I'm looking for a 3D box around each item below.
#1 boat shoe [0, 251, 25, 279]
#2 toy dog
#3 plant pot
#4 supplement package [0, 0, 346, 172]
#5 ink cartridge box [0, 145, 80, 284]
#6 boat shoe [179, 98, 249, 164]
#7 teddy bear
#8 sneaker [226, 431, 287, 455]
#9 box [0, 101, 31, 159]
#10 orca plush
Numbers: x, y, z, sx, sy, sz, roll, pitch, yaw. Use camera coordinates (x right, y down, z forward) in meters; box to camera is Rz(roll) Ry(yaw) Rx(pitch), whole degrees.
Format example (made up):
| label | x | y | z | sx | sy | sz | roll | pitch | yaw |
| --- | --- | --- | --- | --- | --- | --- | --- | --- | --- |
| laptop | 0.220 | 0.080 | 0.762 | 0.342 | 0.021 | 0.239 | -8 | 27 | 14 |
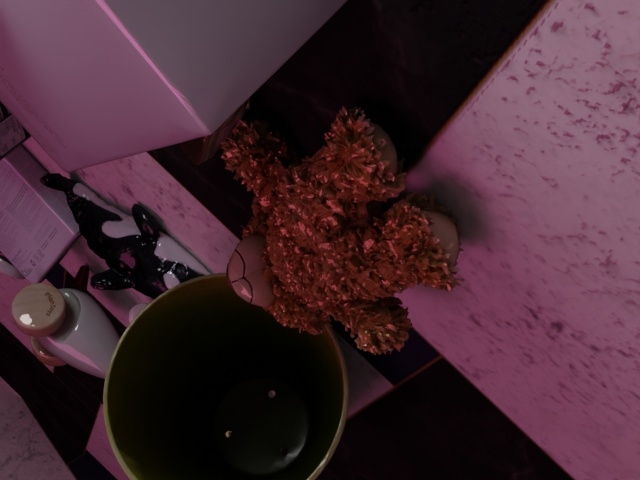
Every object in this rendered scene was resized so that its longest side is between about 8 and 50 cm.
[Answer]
| label | x | y | z | sx | sy | sz | roll | pitch | yaw |
| --- | --- | --- | --- | --- | --- | --- | --- | --- | --- |
| boat shoe | -0.584 | -0.057 | 1.755 | 0.302 | 0.091 | 0.114 | 38 | -176 | 10 |
| toy dog | -0.325 | 0.150 | 1.659 | 0.334 | 0.161 | 0.220 | 33 | 153 | -10 |
| plant pot | -0.092 | 0.213 | 1.269 | 0.275 | 0.275 | 0.293 | 37 | 168 | 15 |
| supplement package | -0.147 | -0.182 | 0.806 | 0.175 | 0.177 | 0.293 | 52 | 154 | -20 |
| ink cartridge box | -0.471 | -0.057 | 1.584 | 0.224 | 0.045 | 0.223 | 47 | 141 | -5 |
| boat shoe | -0.095 | -0.125 | 0.986 | 0.056 | 0.048 | 0.153 | 52 | 150 | 12 |
| teddy bear | 0.000 | 0.000 | 0.946 | 0.338 | 0.113 | 0.245 | 2 | 129 | 55 |
| sneaker | -0.113 | 0.313 | 1.613 | 0.121 | 0.111 | 0.300 | 37 | 150 | 38 |
| box | -0.506 | -0.269 | 1.329 | 0.242 | 0.076 | 0.307 | 36 | 153 | 18 |
| orca plush | -0.278 | 0.013 | 1.383 | 0.287 | 0.102 | 0.151 | 40 | 154 | 9 |
